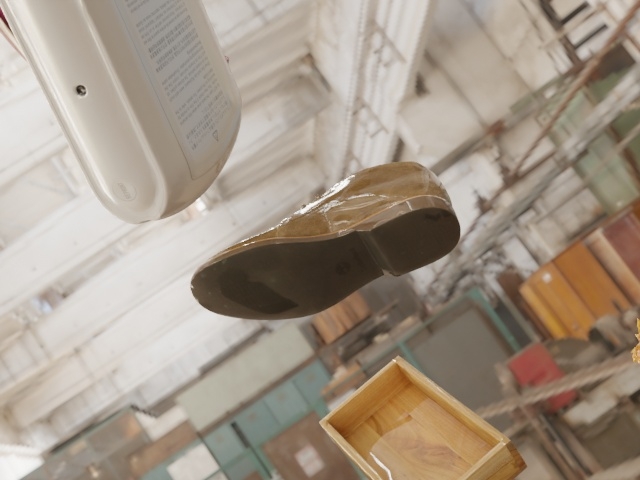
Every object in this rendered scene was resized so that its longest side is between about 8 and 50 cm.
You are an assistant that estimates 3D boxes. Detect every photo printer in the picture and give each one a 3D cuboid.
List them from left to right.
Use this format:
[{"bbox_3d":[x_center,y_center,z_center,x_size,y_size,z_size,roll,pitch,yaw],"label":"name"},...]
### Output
[{"bbox_3d":[-0.195,-0.186,1.118,0.107,0.307,0.256,-11,26,24],"label":"photo printer"}]

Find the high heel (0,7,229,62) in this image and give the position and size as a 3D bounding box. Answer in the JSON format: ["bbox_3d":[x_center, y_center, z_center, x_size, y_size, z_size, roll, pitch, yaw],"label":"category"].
[{"bbox_3d":[-0.259,-0.251,1.307,0.181,0.127,0.377,-46,-24,1],"label":"high heel"}]

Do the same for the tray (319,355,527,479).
[{"bbox_3d":[0.168,0.359,1.838,0.203,0.076,0.411,-39,25,-9],"label":"tray"}]

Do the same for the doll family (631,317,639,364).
[{"bbox_3d":[0.369,0.082,0.927,0.118,0.163,0.263,-173,100,-78],"label":"doll family"}]

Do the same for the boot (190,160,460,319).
[{"bbox_3d":[0.000,0.000,1.166,0.305,0.115,0.112,-18,-49,7],"label":"boot"}]
